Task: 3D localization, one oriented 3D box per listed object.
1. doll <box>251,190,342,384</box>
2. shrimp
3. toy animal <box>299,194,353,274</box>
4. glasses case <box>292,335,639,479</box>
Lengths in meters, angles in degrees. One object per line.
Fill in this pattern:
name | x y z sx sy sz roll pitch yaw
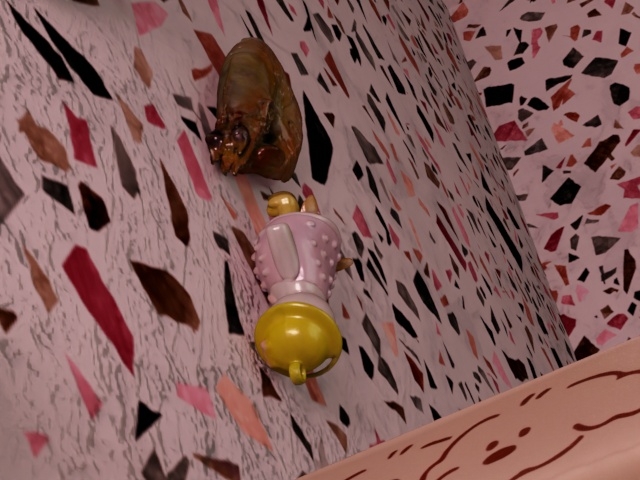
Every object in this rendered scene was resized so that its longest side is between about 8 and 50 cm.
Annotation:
doll | -0.020 0.043 0.958 0.207 0.081 0.129 -92 164 -46
shrimp | -0.064 -0.116 1.097 0.267 0.061 0.145 -80 150 -66
toy animal | 0.000 0.000 1.095 0.060 0.081 0.083 48 43 -35
glasses case | 0.062 0.159 0.593 0.076 0.336 0.144 62 16 -7
